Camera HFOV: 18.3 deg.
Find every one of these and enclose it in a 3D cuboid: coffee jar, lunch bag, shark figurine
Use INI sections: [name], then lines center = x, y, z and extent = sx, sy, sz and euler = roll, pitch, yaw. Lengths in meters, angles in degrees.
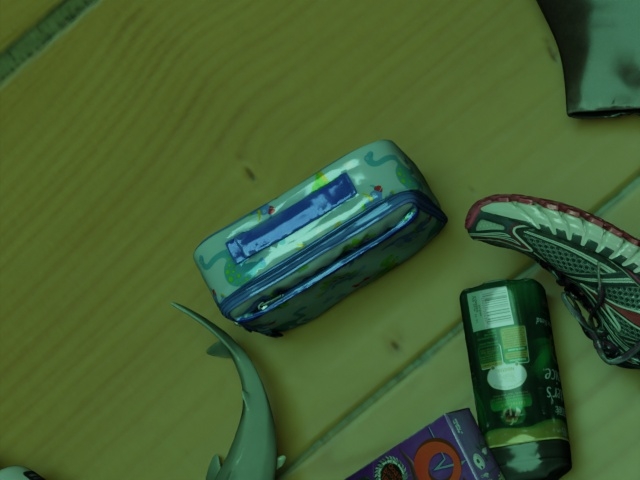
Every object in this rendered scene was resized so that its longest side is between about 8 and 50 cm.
[coffee jar]
center = 0.177, 0.131, 1.789
extent = 0.079, 0.096, 0.184
euler = -10, 78, 12
[lunch bag]
center = 0.000, 0.000, 1.821
extent = 0.219, 0.176, 0.090
euler = -31, 73, 7
[shark figurine]
center = -0.092, 0.205, 1.823
extent = 0.166, 0.116, 0.278
euler = 7, 86, 36

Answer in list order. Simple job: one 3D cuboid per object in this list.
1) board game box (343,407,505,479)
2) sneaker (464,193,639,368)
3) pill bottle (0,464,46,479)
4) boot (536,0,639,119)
[board game box]
center = 0.126, 0.347, 1.744
extent = 0.208, 0.056, 0.347
euler = -37, 71, 30
[sneaker]
center = 0.259, 0.050, 1.737
extent = 0.299, 0.121, 0.112
euler = 29, 92, -2
[pill bottle]
center = -0.278, 0.281, 1.880
extent = 0.193, 0.108, 0.108
euler = 32, 89, 19
[boot]
center = 0.230, -0.218, 1.843
extent = 0.248, 0.090, 0.206
euler = 1, 78, 12
